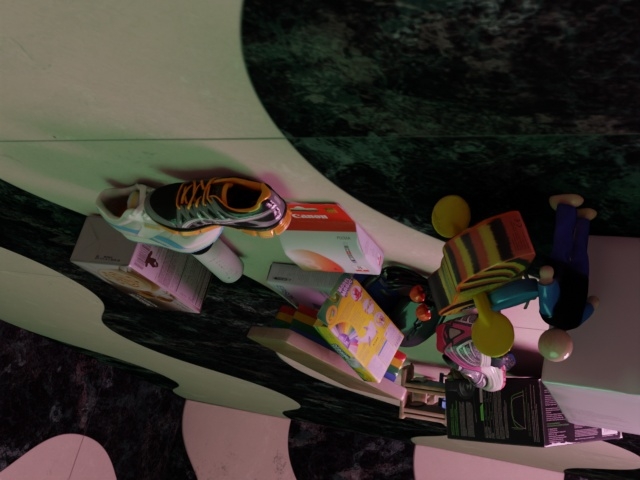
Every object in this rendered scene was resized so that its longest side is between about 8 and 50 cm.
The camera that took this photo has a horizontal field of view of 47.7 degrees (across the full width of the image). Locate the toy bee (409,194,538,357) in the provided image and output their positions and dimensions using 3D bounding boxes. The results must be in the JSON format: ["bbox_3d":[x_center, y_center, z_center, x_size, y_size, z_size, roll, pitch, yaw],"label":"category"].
[{"bbox_3d":[0.190,0.060,0.906,0.162,0.195,0.298,-21,140,10],"label":"toy bee"}]

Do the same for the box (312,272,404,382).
[{"bbox_3d":[0.060,0.147,1.220,0.043,0.105,0.179,-3,134,47],"label":"box"}]

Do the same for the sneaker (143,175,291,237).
[{"bbox_3d":[-0.151,-0.057,1.023,0.215,0.084,0.083,1,154,10],"label":"sneaker"}]

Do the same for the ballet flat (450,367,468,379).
[{"bbox_3d":[0.407,0.342,1.711,0.250,0.084,0.058,26,125,-28],"label":"ballet flat"}]

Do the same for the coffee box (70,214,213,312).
[{"bbox_3d":[-0.335,0.049,1.392,0.141,0.098,0.246,5,158,25],"label":"coffee box"}]

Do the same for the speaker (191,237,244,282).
[{"bbox_3d":[-0.187,0.028,1.297,0.055,0.055,0.136,6,159,22],"label":"speaker"}]

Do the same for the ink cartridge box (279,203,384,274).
[{"bbox_3d":[0.000,0.000,1.113,0.145,0.045,0.179,2,159,30],"label":"ink cartridge box"}]

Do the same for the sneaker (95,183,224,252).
[{"bbox_3d":[-0.247,-0.039,1.121,0.228,0.087,0.092,1,154,28],"label":"sneaker"}]

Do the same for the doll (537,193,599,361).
[{"bbox_3d":[0.283,0.047,0.828,0.046,0.189,0.129,-7,150,45],"label":"doll"}]

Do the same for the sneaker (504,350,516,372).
[{"bbox_3d":[0.369,0.249,1.497,0.052,0.058,0.135,60,177,-3],"label":"sneaker"}]

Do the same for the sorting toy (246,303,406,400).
[{"bbox_3d":[0.016,0.205,1.399,0.255,0.089,0.257,29,166,-16],"label":"sorting toy"}]

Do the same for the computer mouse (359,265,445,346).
[{"bbox_3d":[0.135,0.129,1.276,0.184,0.060,0.262,18,150,-15],"label":"computer mouse"}]

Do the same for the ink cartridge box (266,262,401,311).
[{"bbox_3d":[0.043,0.112,1.372,0.224,0.045,0.223,3,157,27],"label":"ink cartridge box"}]

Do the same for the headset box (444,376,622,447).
[{"bbox_3d":[0.436,0.355,1.531,0.246,0.131,0.283,5,167,-33],"label":"headset box"}]

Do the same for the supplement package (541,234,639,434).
[{"bbox_3d":[0.421,0.136,0.952,0.199,0.198,0.262,4,158,27],"label":"supplement package"}]

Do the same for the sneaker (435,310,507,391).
[{"bbox_3d":[0.272,0.194,1.303,0.112,0.121,0.299,-6,153,11],"label":"sneaker"}]

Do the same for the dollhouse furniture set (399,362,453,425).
[{"bbox_3d":[0.293,0.377,1.834,0.129,0.129,0.183,3,-179,27],"label":"dollhouse furniture set"}]
